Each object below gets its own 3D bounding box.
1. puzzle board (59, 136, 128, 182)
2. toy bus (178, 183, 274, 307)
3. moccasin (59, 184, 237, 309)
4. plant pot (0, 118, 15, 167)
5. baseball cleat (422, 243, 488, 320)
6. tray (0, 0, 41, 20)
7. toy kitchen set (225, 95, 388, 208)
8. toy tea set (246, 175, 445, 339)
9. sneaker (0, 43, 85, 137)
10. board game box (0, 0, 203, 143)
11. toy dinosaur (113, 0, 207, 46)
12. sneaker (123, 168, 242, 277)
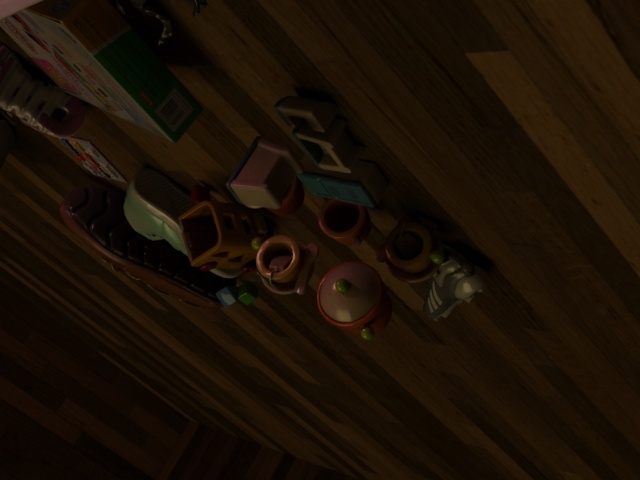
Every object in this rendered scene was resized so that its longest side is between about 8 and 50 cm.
[{"bbox_3d":[-0.429,-0.151,2.168,0.096,0.011,0.128,15,156,37],"label":"puzzle board"},{"bbox_3d":[-0.138,-0.010,1.942,0.104,0.202,0.191,-30,115,34],"label":"toy bus"},{"bbox_3d":[-0.348,0.019,2.312,0.380,0.139,0.147,27,154,-20],"label":"moccasin"},{"bbox_3d":[-0.767,-0.141,2.239,0.334,0.305,0.334,26,160,10],"label":"plant pot"},{"bbox_3d":[0.183,0.056,1.731,0.109,0.072,0.206,45,156,0],"label":"baseball cleat"},{"bbox_3d":[-0.298,-0.327,1.338,0.030,0.145,0.270,47,155,-25],"label":"tray"},{"bbox_3d":[-0.033,-0.079,1.533,0.122,0.166,0.207,14,155,38],"label":"toy kitchen set"},{"bbox_3d":[0.000,0.000,1.644,0.336,0.200,0.124,26,170,28],"label":"toy tea set"},{"bbox_3d":[-0.508,-0.247,1.934,0.236,0.095,0.104,35,168,-14],"label":"sneaker"},{"bbox_3d":[-0.329,-0.266,1.568,0.316,0.064,0.242,27,164,45],"label":"board game box"},{"bbox_3d":[-0.198,-0.305,1.381,0.118,0.064,0.268,45,154,-19],"label":"toy dinosaur"},{"bbox_3d":[-0.249,-0.017,2.108,0.256,0.094,0.151,42,154,-4],"label":"sneaker"}]
